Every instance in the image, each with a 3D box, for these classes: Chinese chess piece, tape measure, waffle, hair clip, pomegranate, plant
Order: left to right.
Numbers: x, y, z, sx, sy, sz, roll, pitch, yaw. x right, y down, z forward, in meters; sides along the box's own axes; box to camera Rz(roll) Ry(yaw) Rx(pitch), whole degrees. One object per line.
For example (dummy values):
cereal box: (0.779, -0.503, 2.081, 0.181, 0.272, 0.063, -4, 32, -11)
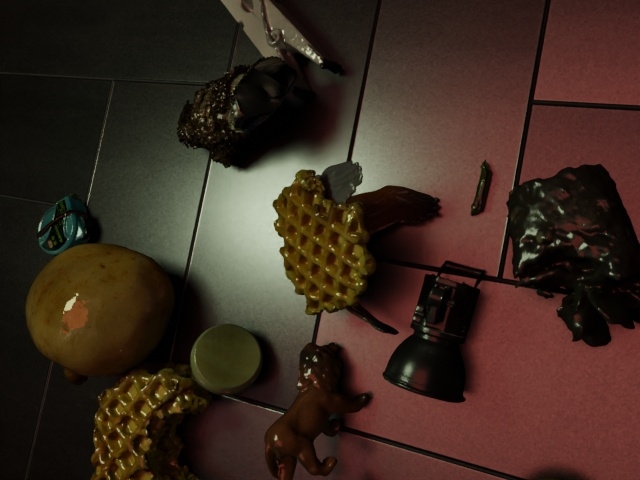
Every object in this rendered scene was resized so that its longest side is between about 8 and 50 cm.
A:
tape measure: (-0.613, -0.025, 1.513, 0.146, 0.081, 0.125, -32, 68, 16)
pomegranate: (-0.452, 0.140, 1.322, 0.308, 0.307, 0.307, -4, 81, 23)
waffle: (-0.338, 0.414, 1.296, 0.261, 0.151, 0.323, 1, 81, 20)
Chinese chess piece: (-0.188, 0.238, 1.266, 0.144, 0.058, 0.144, 6, 62, -11)
hair clip: (-0.097, -0.446, 1.350, 0.101, 0.085, 0.330, -49, 68, 29)
waffle: (-0.002, 0.000, 1.112, 0.291, 0.051, 0.291, 28, 125, 50)
plant: (0.410, 0.030, 1.010, 0.189, 0.199, 0.275, -22, 70, 25)

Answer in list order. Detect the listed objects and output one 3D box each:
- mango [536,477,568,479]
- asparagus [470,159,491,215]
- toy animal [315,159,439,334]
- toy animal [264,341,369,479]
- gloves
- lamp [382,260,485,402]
mango: (0.350, 0.470, 1.013, 0.219, 0.112, 0.144, -40, 69, 26)
asparagus: (0.297, -0.097, 1.161, 0.021, 0.025, 0.108, 12, 87, 34)
toy animal: (0.045, 0.015, 1.203, 0.302, 0.225, 0.284, 5, 85, 46)
toy animal: (-0.024, 0.319, 1.146, 0.157, 0.312, 0.097, 43, 141, -7)
gloves: (-0.184, -0.267, 1.317, 0.312, 0.135, 0.210, 5, 76, 54)
lamp: (0.204, 0.146, 1.088, 0.147, 0.172, 0.227, 15, 90, 26)
